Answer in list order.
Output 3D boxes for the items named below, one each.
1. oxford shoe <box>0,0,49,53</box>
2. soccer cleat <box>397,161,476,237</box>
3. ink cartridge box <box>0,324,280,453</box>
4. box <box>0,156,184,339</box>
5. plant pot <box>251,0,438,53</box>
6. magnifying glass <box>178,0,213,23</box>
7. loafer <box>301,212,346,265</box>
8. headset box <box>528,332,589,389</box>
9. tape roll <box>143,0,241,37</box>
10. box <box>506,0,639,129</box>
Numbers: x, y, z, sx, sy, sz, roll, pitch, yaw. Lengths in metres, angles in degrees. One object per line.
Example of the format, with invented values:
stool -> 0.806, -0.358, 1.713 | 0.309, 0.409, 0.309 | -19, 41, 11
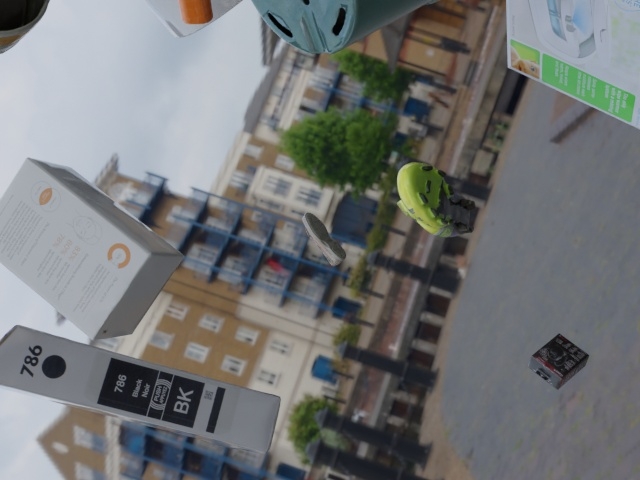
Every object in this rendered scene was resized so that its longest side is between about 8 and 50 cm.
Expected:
oxford shoe -> -0.382, -0.411, 0.862 | 0.169, 0.130, 0.450 | -28, -56, -34
soccer cleat -> 0.174, -0.061, 1.410 | 0.289, 0.121, 0.094 | 24, -109, -62
ink cartridge box -> -0.220, 0.147, 0.845 | 0.165, 0.332, 0.065 | 152, 133, -67
box -> -0.499, 0.016, 1.729 | 0.215, 0.345, 0.168 | -55, -13, 7
plant pot -> 0.067, -0.482, 1.328 | 0.334, 0.341, 0.341 | -41, -19, -28
magnifying glass -> -0.118, -0.287, 0.681 | 0.026, 0.092, 0.231 | -84, -7, -48
loafer -> 0.000, 0.000, 1.724 | 0.045, 0.125, 0.039 | -33, -10, -50
headset box -> 0.383, 0.198, 1.346 | 0.083, 0.062, 0.032 | -32, -37, -29
tape roll -> -0.150, -0.403, 1.065 | 0.246, 0.169, 0.246 | -32, 27, 19
box -> 0.347, -0.282, 0.969 | 0.127, 0.231, 0.262 | -47, -28, -15
